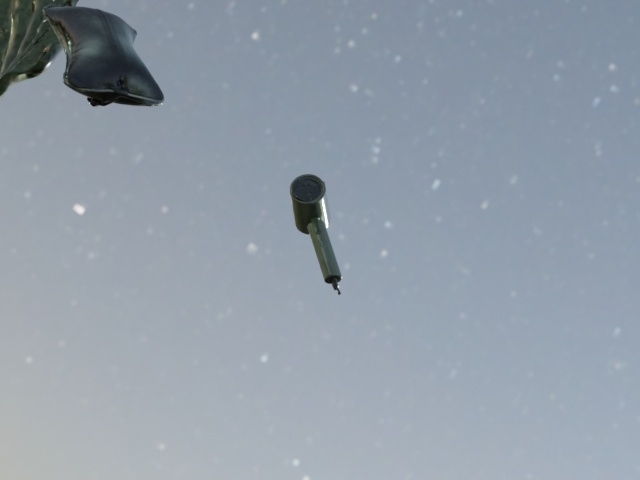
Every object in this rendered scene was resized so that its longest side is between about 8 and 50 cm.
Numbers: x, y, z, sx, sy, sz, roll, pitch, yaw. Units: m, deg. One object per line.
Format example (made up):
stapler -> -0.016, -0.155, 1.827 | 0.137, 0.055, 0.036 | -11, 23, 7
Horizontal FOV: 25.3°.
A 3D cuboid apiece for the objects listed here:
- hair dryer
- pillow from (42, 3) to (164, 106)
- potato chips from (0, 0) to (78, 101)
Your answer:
hair dryer -> 0.000, 0.000, 1.400 | 0.063, 0.038, 0.124 | 80, -6, -59
pillow -> -0.199, -0.170, 1.298 | 0.055, 0.091, 0.136 | 92, -17, -46
potato chips -> -0.498, -0.237, 2.132 | 0.097, 0.373, 0.389 | 31, 25, -22
